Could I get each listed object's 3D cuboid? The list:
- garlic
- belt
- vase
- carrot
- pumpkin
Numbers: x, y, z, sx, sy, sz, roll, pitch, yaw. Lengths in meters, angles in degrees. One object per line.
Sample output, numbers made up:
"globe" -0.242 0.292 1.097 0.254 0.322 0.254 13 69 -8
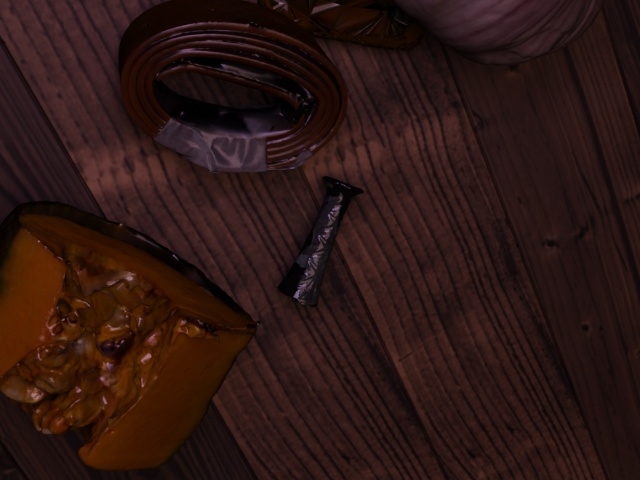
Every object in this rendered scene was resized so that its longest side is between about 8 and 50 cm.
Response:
"garlic" 0.216 -0.354 1.043 0.317 0.259 0.318 11 74 -40
"belt" -0.104 -0.179 1.039 0.261 0.105 0.184 12 117 -24
"vase" 0.000 0.000 1.170 0.059 0.059 0.167 20 97 -24
"carrot" 0.028 -0.280 1.107 0.228 0.069 0.069 3 103 -21
"pumpkin" -0.247 0.103 0.999 0.303 0.256 0.225 35 95 -2
